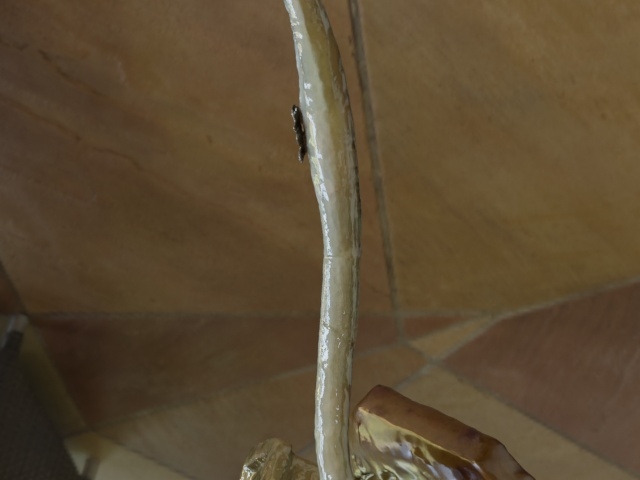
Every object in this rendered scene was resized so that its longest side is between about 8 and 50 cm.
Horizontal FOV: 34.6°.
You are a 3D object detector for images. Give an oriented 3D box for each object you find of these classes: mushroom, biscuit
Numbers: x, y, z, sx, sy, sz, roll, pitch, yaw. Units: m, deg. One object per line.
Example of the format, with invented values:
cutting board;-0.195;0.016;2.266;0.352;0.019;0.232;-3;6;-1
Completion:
mushroom;0.003;0.000;0.469;0.043;0.068;0.306;-7;106;-8
biscuit;0.130;0.268;0.804;0.359;0.046;0.359;40;151;28

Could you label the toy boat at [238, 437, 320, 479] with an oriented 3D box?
toy boat;-0.042;0.232;0.680;0.061;0.188;0.116;21;158;-8
